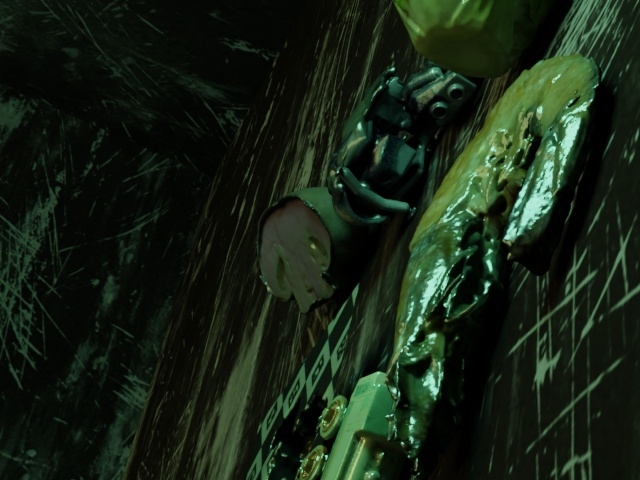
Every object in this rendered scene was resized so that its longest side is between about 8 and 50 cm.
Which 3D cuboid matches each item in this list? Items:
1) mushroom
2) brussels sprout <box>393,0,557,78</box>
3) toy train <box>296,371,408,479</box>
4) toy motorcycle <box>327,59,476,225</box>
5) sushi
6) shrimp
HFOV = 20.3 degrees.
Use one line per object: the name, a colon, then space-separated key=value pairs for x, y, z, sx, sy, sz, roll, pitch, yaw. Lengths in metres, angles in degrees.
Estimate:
mushroom: x=0.000 y=0.000 z=2.223 sx=0.117 sy=0.141 sz=0.188 roll=-33 pitch=-3 yaw=-29
brussels sprout: x=0.160 y=-0.307 z=1.817 sx=0.219 sy=0.210 sz=0.271 roll=-4 pitch=73 yaw=54
toy train: x=0.031 y=0.217 z=1.645 sx=0.125 sy=0.080 sz=0.194 roll=-34 pitch=32 yaw=65
toy motorcycle: x=0.088 y=-0.114 z=2.042 sx=0.270 sy=0.106 sz=0.159 roll=-45 pitch=25 yaw=37
sushi: x=-0.015 y=0.235 z=1.899 sx=0.294 sy=0.059 sz=0.292 roll=-77 pitch=15 yaw=-46
shrimp: x=0.148 y=0.011 z=1.525 sx=0.272 sy=0.085 sz=0.445 roll=-46 pitch=18 yaw=51
